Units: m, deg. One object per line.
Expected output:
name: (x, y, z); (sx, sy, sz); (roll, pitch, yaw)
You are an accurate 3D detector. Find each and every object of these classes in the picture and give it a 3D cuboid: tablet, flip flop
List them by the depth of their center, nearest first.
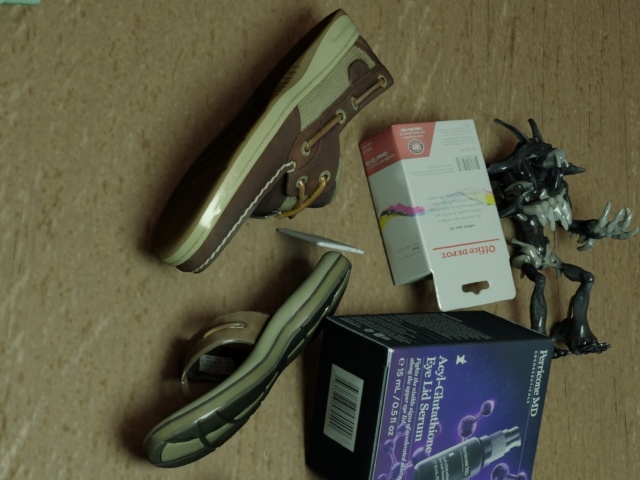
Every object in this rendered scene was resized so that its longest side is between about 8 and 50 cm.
flip flop: (-0.071, 0.097, 1.117); (0.080, 0.112, 0.277); (36, 58, 9)
tablet: (0.000, 0.000, 1.200); (0.054, 0.083, 0.006); (12, 94, -32)

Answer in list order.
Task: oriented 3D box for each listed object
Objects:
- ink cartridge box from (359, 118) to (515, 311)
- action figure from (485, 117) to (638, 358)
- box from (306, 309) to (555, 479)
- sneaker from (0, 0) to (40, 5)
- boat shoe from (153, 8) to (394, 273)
ink cartridge box: (0.124, -0.022, 1.300); (0.115, 0.067, 0.198); (-7, 79, -35)
action figure: (0.258, -0.011, 1.346); (0.164, 0.141, 0.275); (-2, 81, -34)
box: (0.105, 0.153, 1.178); (0.207, 0.108, 0.153); (-1, 103, -34)
sneaker: (-0.298, -0.323, 1.078); (0.151, 0.094, 0.256); (0, 86, -29)
boat shoe: (-0.028, -0.079, 1.182); (0.123, 0.123, 0.342); (44, 50, -14)
